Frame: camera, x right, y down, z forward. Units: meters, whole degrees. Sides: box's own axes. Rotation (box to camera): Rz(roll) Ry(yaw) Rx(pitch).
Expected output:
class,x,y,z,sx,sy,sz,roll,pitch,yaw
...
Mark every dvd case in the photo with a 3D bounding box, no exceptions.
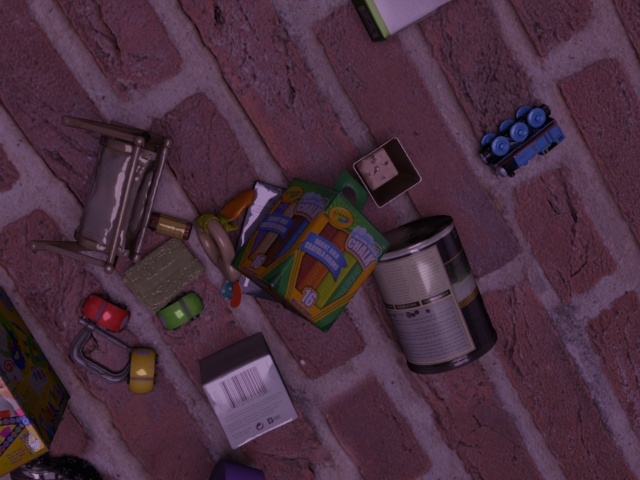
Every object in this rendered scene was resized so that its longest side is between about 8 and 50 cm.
class,x,y,z,sx,sy,sz,roll,pitch,yaw
dvd case,-0.086,0.011,1.804,0.179,0.029,0.239,16,96,-11

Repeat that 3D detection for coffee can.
class,x,y,z,sx,sy,sz,roll,pitch,yaw
coffee can,0.230,0.112,1.784,0.201,0.201,0.275,-24,102,-5

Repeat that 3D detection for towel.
class,x,y,z,sx,sy,sz,roll,pitch,yaw
towel,-0.322,0.068,1.751,0.148,0.027,0.110,-40,84,-15

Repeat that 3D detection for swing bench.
class,x,y,z,sx,sy,sz,roll,pitch,yaw
swing bench,-0.395,-0.090,1.613,0.165,0.254,0.253,17,97,6

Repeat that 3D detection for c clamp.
class,x,y,z,sx,sy,sz,roll,pitch,yaw
c clamp,-0.450,0.221,1.782,0.160,0.022,0.137,39,91,-13

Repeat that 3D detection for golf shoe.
class,x,y,z,sx,sy,sz,roll,pitch,yaw
golf shoe,-0.557,0.501,1.793,0.198,0.077,0.094,23,106,-5

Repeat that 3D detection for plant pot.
class,x,y,z,sx,sy,sz,roll,pitch,yaw
plant pot,0.130,-0.146,1.779,0.109,0.096,0.109,-33,103,-2

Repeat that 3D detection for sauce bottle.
class,x,y,z,sx,sy,sz,roll,pitch,yaw
sauce bottle,-0.329,-0.035,1.750,0.128,0.042,0.042,18,96,-2

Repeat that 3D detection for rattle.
class,x,y,z,sx,sy,sz,roll,pitch,yaw
rattle,-0.169,0.018,1.759,0.142,0.130,0.200,-34,98,-39

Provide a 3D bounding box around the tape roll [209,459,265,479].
class,x,y,z,sx,sy,sz,roll,pitch,yaw
tape roll,-0.198,0.600,1.757,0.090,0.275,0.275,17,96,-11

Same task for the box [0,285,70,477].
class,x,y,z,sx,sy,sz,roll,pitch,yaw
box,-0.640,0.272,1.623,0.177,0.290,0.279,-28,102,-3

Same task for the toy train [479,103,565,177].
class,x,y,z,sx,sy,sz,roll,pitch,yaw
toy train,0.430,-0.212,1.829,0.184,0.080,0.105,-38,109,-2

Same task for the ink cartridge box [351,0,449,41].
class,x,y,z,sx,sy,sz,roll,pitch,yaw
ink cartridge box,0.185,-0.545,1.723,0.255,0.097,0.189,-30,102,-5

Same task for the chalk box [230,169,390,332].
class,x,y,z,sx,sy,sz,roll,pitch,yaw
chalk box,0.000,0.000,1.688,0.180,0.179,0.289,42,80,-34

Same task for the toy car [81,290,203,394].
class,x,y,z,sx,sy,sz,roll,pitch,yaw
toy car,-0.346,0.177,1.763,0.225,0.053,0.239,-30,97,-10

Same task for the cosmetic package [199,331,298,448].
class,x,y,z,sx,sy,sz,roll,pitch,yaw
cosmetic package,-0.152,0.306,1.762,0.151,0.183,0.152,-25,101,-4
